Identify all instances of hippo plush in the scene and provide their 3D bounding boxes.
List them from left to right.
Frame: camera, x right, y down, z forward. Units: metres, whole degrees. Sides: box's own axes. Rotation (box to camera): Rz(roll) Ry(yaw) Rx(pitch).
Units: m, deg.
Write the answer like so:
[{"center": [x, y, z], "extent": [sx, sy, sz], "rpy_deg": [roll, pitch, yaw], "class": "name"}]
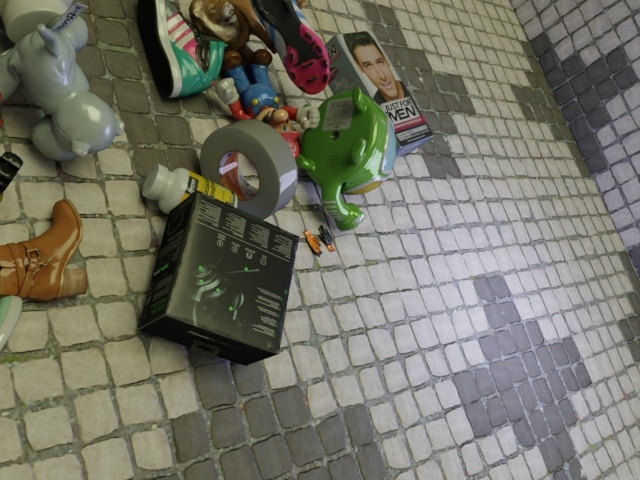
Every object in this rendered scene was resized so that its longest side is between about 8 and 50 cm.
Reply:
[{"center": [-0.469, -0.283, 1.306], "extent": [0.236, 0.294, 0.234], "rpy_deg": [57, 36, -24], "class": "hippo plush"}]

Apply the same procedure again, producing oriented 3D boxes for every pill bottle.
[{"center": [-0.596, -0.548, 1.399], "extent": [0.169, 0.169, 0.301], "rpy_deg": [-4, 69, -43], "class": "pill bottle"}, {"center": [-0.276, -0.090, 1.465], "extent": [0.184, 0.103, 0.103], "rpy_deg": [25, 52, -30], "class": "pill bottle"}]

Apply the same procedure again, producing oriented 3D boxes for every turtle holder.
[{"center": [0.090, -0.211, 1.766], "extent": [0.227, 0.243, 0.320], "rpy_deg": [26, 40, -50], "class": "turtle holder"}]

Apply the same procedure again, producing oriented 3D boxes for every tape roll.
[{"center": [-0.158, -0.152, 1.522], "extent": [0.219, 0.219, 0.072], "rpy_deg": [56, 42, -1], "class": "tape roll"}]

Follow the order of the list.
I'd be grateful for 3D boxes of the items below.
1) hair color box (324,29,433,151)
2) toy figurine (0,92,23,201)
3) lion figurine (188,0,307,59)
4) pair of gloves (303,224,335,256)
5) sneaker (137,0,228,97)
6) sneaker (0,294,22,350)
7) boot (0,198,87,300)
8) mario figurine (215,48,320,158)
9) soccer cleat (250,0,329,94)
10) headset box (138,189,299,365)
[{"center": [0.157, -0.424, 2.037], "extent": [0.185, 0.113, 0.374], "rpy_deg": [-25, 83, -46], "class": "hair color box"}, {"center": [-0.631, -0.153, 1.165], "extent": [0.213, 0.148, 0.209], "rpy_deg": [-19, 85, -48], "class": "toy figurine"}, {"center": [-0.193, -0.609, 1.827], "extent": [0.240, 0.142, 0.392], "rpy_deg": [40, 40, -20], "class": "lion figurine"}, {"center": [0.000, 0.000, 1.724], "extent": [0.083, 0.010, 0.074], "rpy_deg": [-19, 80, -47], "class": "pair of gloves"}, {"center": [-0.314, -0.477, 1.638], "extent": [0.178, 0.124, 0.295], "rpy_deg": [-9, 80, -39], "class": "sneaker"}, {"center": [-0.576, 0.156, 1.062], "extent": [0.151, 0.094, 0.256], "rpy_deg": [36, 46, -16], "class": "sneaker"}, {"center": [-0.502, 0.011, 1.230], "extent": [0.152, 0.073, 0.197], "rpy_deg": [0, 63, -37], "class": "boot"}, {"center": [-0.126, -0.335, 1.680], "extent": [0.320, 0.198, 0.170], "rpy_deg": [67, 7, 19], "class": "mario figurine"}, {"center": [-0.073, -0.522, 1.733], "extent": [0.331, 0.116, 0.143], "rpy_deg": [58, 8, -39], "class": "soccer cleat"}, {"center": [-0.193, 0.088, 1.360], "extent": [0.246, 0.131, 0.283], "rpy_deg": [24, 59, -28], "class": "headset box"}]
